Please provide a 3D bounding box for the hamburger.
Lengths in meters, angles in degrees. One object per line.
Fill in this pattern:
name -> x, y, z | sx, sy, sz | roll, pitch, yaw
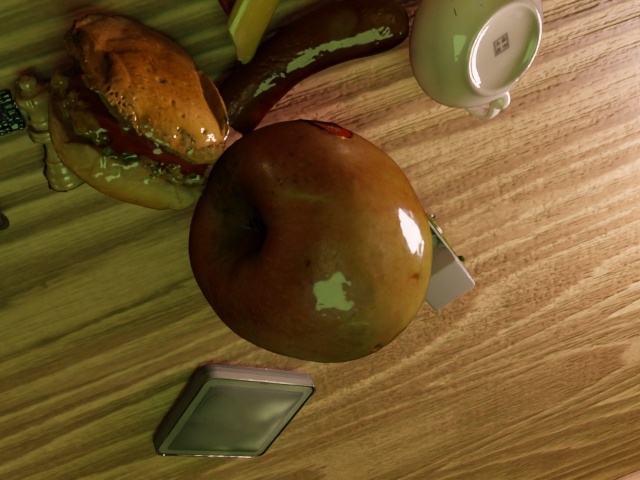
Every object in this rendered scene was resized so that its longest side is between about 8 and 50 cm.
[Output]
hamburger -> -0.229, -0.150, 0.999 | 0.244, 0.244, 0.163 | 20, 125, -38

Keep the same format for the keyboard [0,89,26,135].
keyboard -> -0.485, -0.141, 1.039 | 0.195, 0.018, 0.060 | -19, 135, -8

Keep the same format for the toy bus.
toy bus -> 0.150, -0.008, 1.380 | 0.113, 0.139, 0.301 | -36, 135, 9

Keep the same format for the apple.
apple -> 0.000, 0.000, 1.131 | 0.304, 0.338, 0.339 | 3, 132, -42

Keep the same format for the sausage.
sausage -> -0.023, -0.246, 1.099 | 0.302, 0.076, 0.103 | -30, 124, 12

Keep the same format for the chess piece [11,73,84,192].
chess piece -> -0.361, -0.145, 1.067 | 0.060, 0.060, 0.172 | -18, 135, -8

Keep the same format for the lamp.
lamp -> -0.179, 0.360, 1.665 | 0.269, 0.047, 0.267 | 13, 125, -34

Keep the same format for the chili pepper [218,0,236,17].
chili pepper -> -0.126, -0.365, 0.960 | 0.059, 0.050, 0.268 | -31, 141, -17

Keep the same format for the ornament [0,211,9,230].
ornament -> -0.510, 0.022, 1.146 | 0.074, 0.081, 0.156 | 23, 115, -36

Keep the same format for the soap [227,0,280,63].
soap -> -0.078, -0.307, 1.021 | 0.169, 0.033, 0.089 | -59, 158, 17

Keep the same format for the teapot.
teapot -> 0.212, -0.279, 1.140 | 0.208, 0.165, 0.300 | -44, 150, -19
